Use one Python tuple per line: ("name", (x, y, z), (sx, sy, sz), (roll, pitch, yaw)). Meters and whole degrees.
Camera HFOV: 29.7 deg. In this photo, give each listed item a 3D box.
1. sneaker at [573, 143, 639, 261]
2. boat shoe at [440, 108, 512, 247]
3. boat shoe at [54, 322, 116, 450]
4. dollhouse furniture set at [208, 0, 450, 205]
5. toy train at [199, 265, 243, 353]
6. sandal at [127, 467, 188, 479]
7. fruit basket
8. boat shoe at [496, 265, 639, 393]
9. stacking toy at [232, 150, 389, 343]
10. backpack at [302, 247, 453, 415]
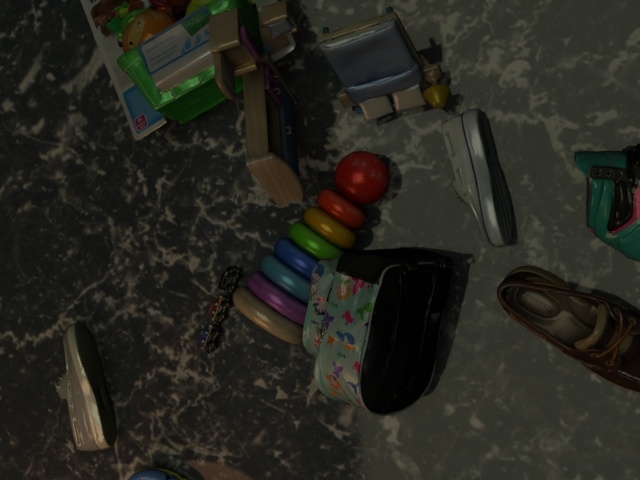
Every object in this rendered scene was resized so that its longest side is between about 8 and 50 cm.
("sneaker", (0.475, -0.123, 1.817), (0.178, 0.124, 0.296), (19, 98, 6))
("boat shoe", (0.246, -0.093, 1.913), (0.075, 0.083, 0.226), (-17, 74, 28))
("boat shoe", (-0.425, 0.261, 2.115), (0.081, 0.079, 0.228), (-14, 90, 12))
("dollhouse furniture set", (0.028, -0.226, 1.831), (0.303, 0.286, 0.198), (-14, 60, 15))
("toy train", (-0.174, 0.118, 2.063), (0.036, 0.027, 0.158), (22, 97, 19))
("sandal", (-0.232, 0.525, 2.032), (0.126, 0.138, 0.317), (-39, 78, 16))
("fruit basket", (-0.242, -0.392, 2.007), (0.327, 0.165, 0.353), (-26, 80, 16))
("boat shoe", (0.422, 0.144, 1.831), (0.342, 0.123, 0.123), (30, 99, 14))
("stacking toy", (0.000, 0.000, 1.967), (0.141, 0.141, 0.330), (35, 93, 14))
("backpack", (0.088, 0.140, 1.885), (0.191, 0.225, 0.254), (10, 99, 39))
